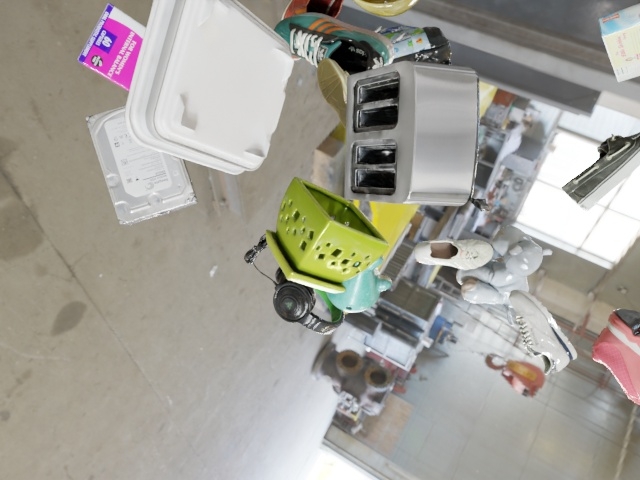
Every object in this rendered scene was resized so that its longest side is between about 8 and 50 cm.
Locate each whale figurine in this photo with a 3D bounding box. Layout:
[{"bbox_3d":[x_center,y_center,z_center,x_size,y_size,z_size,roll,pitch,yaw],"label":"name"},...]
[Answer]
[{"bbox_3d":[0.106,0.123,1.587,0.272,0.216,0.141,109,-4,-59],"label":"whale figurine"}]

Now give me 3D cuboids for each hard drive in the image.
[{"bbox_3d":[-0.532,-0.238,1.581,0.236,0.339,0.064,-18,178,-8],"label":"hard drive"}]

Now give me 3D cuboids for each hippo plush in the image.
[{"bbox_3d":[0.578,0.089,1.671,0.294,0.234,0.237,-109,-158,-46],"label":"hippo plush"}]

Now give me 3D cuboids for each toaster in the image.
[{"bbox_3d":[0.110,-0.125,0.656,0.110,0.185,0.168,-4,99,-30],"label":"toaster"}]

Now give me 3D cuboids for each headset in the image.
[{"bbox_3d":[-0.067,0.136,1.700,0.185,0.394,0.243,-47,-159,23],"label":"headset"}]

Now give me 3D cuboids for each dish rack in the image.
[{"bbox_3d":[-0.158,-0.265,0.903,0.333,0.072,0.286,10,97,-63],"label":"dish rack"}]

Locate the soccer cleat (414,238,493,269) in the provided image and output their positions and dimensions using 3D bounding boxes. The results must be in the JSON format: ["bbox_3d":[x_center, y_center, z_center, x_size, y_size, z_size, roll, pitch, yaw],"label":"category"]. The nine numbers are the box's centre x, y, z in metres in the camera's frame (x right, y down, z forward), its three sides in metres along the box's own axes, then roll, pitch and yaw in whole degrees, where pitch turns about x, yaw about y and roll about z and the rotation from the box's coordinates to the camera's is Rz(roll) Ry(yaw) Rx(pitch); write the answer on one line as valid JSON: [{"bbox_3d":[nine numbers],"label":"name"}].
[{"bbox_3d":[0.299,0.028,1.151,0.076,0.196,0.068,151,-62,-70],"label":"soccer cleat"}]

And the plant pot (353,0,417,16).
[{"bbox_3d":[0.097,-0.371,0.741,0.134,0.134,0.095,-65,165,3],"label":"plant pot"}]

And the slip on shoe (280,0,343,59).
[{"bbox_3d":[-0.020,-0.594,1.390,0.331,0.123,0.101,-41,-138,50],"label":"slip on shoe"}]

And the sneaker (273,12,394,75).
[{"bbox_3d":[0.011,-0.446,1.211,0.121,0.302,0.108,-49,151,-47],"label":"sneaker"}]

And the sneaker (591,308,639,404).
[{"bbox_3d":[0.651,0.274,0.982,0.116,0.314,0.136,-8,134,-37],"label":"sneaker"}]

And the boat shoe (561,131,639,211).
[{"bbox_3d":[0.523,-0.150,0.924,0.219,0.070,0.078,-45,168,6],"label":"boat shoe"}]

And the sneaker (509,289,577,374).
[{"bbox_3d":[0.569,0.238,1.400,0.094,0.235,0.090,-34,167,-3],"label":"sneaker"}]

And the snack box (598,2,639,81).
[{"bbox_3d":[0.884,-0.542,1.434,0.322,0.187,0.060,12,70,-54],"label":"snack box"}]

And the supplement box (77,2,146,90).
[{"bbox_3d":[-0.308,-0.313,0.962,0.220,0.114,0.111,28,97,-30],"label":"supplement box"}]

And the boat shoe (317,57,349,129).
[{"bbox_3d":[0.047,-0.264,0.968,0.056,0.153,0.048,-24,-168,49],"label":"boat shoe"}]

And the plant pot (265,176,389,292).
[{"bbox_3d":[0.000,0.000,1.383,0.228,0.227,0.207,22,113,-40],"label":"plant pot"}]

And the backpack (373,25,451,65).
[{"bbox_3d":[0.204,-0.533,1.695,0.355,0.273,0.290,-26,154,-2],"label":"backpack"}]
